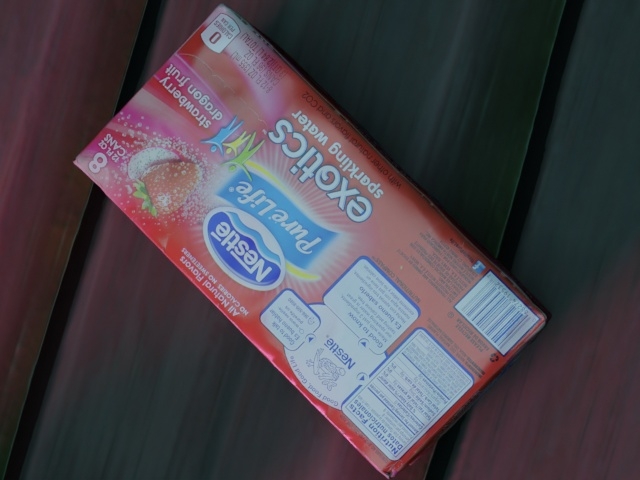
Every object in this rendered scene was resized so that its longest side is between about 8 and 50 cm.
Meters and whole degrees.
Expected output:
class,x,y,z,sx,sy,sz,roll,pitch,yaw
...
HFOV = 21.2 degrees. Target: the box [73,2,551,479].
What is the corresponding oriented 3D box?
class,x,y,z,sx,sy,sz,roll,pitch,yaw
box,0.000,0.000,0.988,0.257,0.122,0.128,44,95,8
